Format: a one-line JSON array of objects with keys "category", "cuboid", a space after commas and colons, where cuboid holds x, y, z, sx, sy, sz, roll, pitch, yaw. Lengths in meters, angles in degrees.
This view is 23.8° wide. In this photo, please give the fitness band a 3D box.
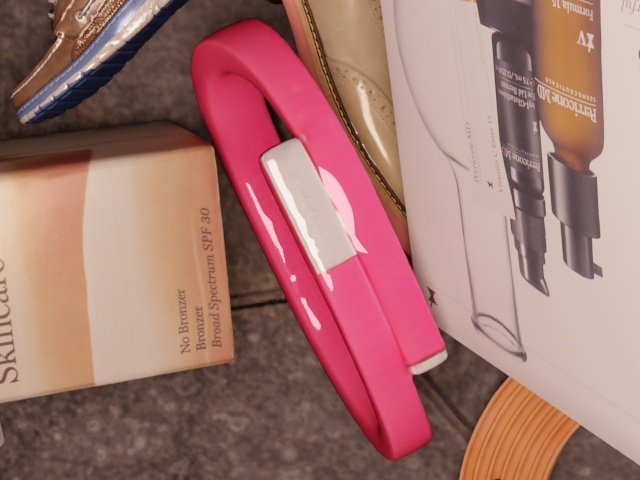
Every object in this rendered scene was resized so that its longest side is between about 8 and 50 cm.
[{"category": "fitness band", "cuboid": [0.000, 0.000, 0.955, 0.054, 0.209, 0.291, -26, 101, -8]}]

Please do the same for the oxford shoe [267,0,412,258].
[{"category": "oxford shoe", "cuboid": [0.052, -0.119, 0.960, 0.130, 0.123, 0.348, -28, 99, 10]}]

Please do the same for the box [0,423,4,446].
[{"category": "box", "cuboid": [-0.297, 0.125, 1.099, 0.087, 0.101, 0.102, -9, 102, 14]}]

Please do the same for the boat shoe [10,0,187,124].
[{"category": "boat shoe", "cuboid": [-0.147, -0.154, 1.024, 0.183, 0.066, 0.066, -41, 88, 8]}]

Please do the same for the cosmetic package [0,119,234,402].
[{"category": "cosmetic package", "cuboid": [-0.217, 0.019, 0.975, 0.296, 0.129, 0.153, -10, 105, -17]}]

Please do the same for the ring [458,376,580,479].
[{"category": "ring", "cuboid": [0.261, 0.193, 1.039, 0.336, 0.032, 0.336, 3, 104, 12]}]

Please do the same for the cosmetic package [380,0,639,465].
[{"category": "cosmetic package", "cuboid": [0.170, -0.028, 0.737, 0.097, 0.377, 0.284, -24, 120, -22]}]
